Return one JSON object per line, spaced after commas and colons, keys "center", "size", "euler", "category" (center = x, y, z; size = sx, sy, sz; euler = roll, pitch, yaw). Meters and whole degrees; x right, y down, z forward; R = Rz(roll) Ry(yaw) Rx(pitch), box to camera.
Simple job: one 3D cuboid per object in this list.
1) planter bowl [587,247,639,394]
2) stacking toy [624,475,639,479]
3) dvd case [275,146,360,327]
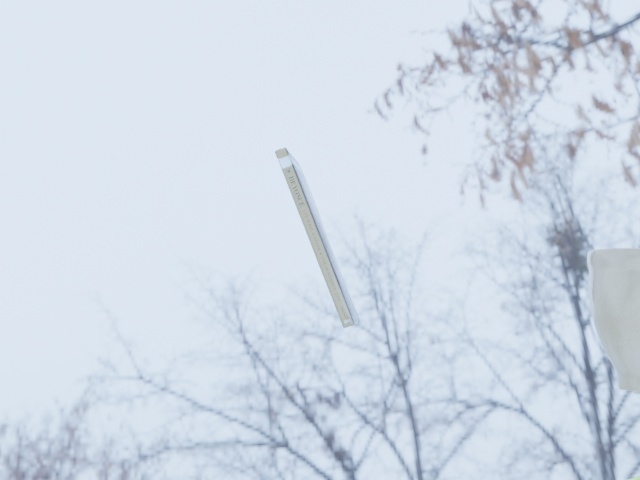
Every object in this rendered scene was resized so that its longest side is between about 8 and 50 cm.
{"center": [0.286, 0.069, 0.913], "size": [0.162, 0.109, 0.162], "euler": [6, -4, 0], "category": "planter bowl"}
{"center": [0.151, 0.217, 0.556], "size": [0.309, 0.130, 0.280], "euler": [-30, -32, 27], "category": "stacking toy"}
{"center": [0.000, 0.000, 1.427], "size": [0.018, 0.221, 0.164], "euler": [-22, -5, 3], "category": "dvd case"}
